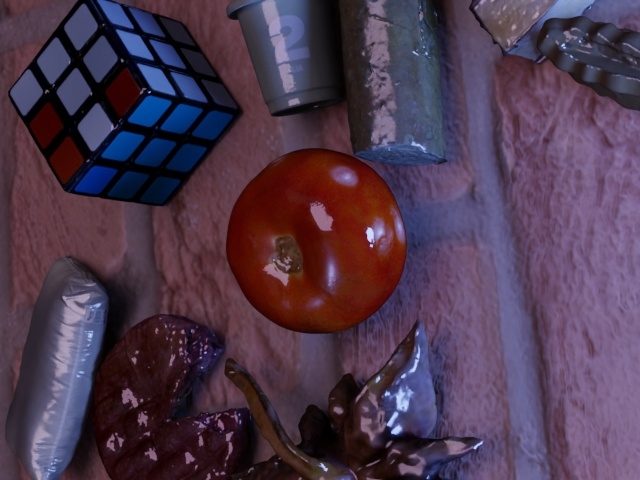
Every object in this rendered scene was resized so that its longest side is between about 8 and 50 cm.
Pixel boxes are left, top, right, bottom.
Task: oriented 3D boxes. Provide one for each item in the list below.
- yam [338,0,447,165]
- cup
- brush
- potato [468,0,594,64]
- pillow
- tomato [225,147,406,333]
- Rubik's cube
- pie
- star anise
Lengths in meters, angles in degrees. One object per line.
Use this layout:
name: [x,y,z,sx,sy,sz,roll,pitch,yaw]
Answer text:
yam: [0.068,-0.202,1.770,0.106,0.106,0.259,-11,78,36]
cup: [-0.032,-0.204,1.845,0.120,0.120,0.141,-10,90,36]
brush: [0.334,-0.136,1.583,0.301,0.084,0.071,23,98,31]
potato: [0.213,-0.235,1.691,0.122,0.061,0.086,-45,60,22]
pillow: [-0.305,0.150,2.025,0.144,0.078,0.254,23,100,56]
tomato: [0.000,0.000,1.766,0.195,0.136,0.195,12,111,34]
Rubik's cube: [-0.217,-0.152,1.941,0.162,0.160,0.163,-47,60,24]
pie: [-0.164,0.191,1.931,0.204,0.054,0.219,-22,74,33]
star anise: [0.033,0.234,1.743,0.292,0.109,0.349,-29,69,22]
